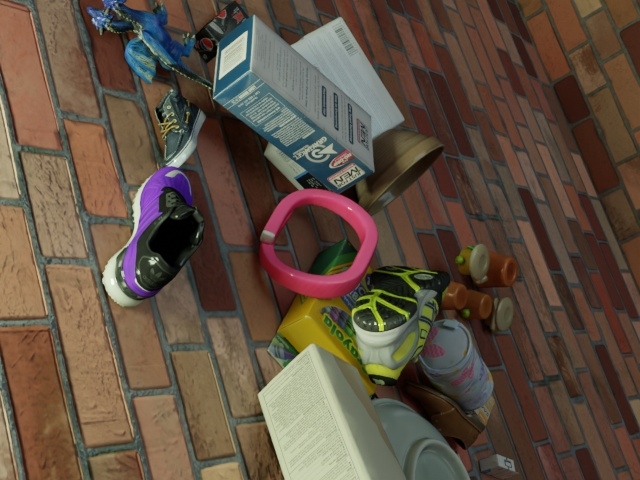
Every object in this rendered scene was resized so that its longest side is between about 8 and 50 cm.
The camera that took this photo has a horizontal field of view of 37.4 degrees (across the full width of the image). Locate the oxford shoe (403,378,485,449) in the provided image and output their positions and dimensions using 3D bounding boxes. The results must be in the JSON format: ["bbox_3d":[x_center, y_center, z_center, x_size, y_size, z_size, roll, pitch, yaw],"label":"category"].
[{"bbox_3d":[0.247,0.361,1.957,0.212,0.076,0.076,38,77,-15],"label":"oxford shoe"}]

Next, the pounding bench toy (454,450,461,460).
[{"bbox_3d":[0.259,0.472,1.881,0.052,0.065,0.083,60,5,-83],"label":"pounding bench toy"}]

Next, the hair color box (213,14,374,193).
[{"bbox_3d":[-0.046,-0.257,1.836,0.347,0.105,0.173,36,38,-34],"label":"hair color box"}]

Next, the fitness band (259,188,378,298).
[{"bbox_3d":[0.000,0.000,1.810,0.209,0.054,0.291,23,37,4],"label":"fitness band"}]

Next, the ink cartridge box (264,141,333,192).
[{"bbox_3d":[-0.014,-0.240,2.064,0.165,0.065,0.332,43,36,-24],"label":"ink cartridge box"}]

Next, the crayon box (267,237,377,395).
[{"bbox_3d":[0.041,0.167,1.807,0.203,0.083,0.323,50,35,-16],"label":"crayon box"}]

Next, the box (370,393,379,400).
[{"bbox_3d":[0.090,0.405,1.718,0.175,0.051,0.220,55,33,-9],"label":"box"}]

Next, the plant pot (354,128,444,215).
[{"bbox_3d":[0.151,-0.167,2.091,0.109,0.237,0.237,48,31,9],"label":"plant pot"}]

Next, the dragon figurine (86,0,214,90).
[{"bbox_3d":[-0.301,-0.348,1.733,0.289,0.085,0.144,51,34,-14],"label":"dragon figurine"}]

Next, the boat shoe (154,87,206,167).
[{"bbox_3d":[-0.265,-0.199,1.695,0.083,0.065,0.183,42,30,-24],"label":"boat shoe"}]

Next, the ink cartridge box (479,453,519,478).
[{"bbox_3d":[0.389,0.493,2.061,0.083,0.048,0.028,29,44,-41],"label":"ink cartridge box"}]

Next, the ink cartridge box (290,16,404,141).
[{"bbox_3d":[0.027,-0.321,2.072,0.239,0.060,0.275,-35,96,-32],"label":"ink cartridge box"}]

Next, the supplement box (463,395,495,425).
[{"bbox_3d":[0.350,0.368,2.115,0.062,0.036,0.098,54,34,-10],"label":"supplement box"}]

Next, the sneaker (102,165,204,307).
[{"bbox_3d":[-0.235,-0.026,1.518,0.102,0.146,0.293,42,38,-27],"label":"sneaker"}]

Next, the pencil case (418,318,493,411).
[{"bbox_3d":[0.280,0.259,1.945,0.113,0.124,0.273,31,-11,31],"label":"pencil case"}]

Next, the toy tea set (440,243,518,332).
[{"bbox_3d":[0.357,0.104,2.293,0.336,0.124,0.200,19,80,-50],"label":"toy tea set"}]

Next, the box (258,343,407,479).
[{"bbox_3d":[0.021,0.330,1.502,0.121,0.148,0.311,34,21,-37],"label":"box"}]

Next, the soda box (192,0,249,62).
[{"bbox_3d":[-0.206,-0.435,1.959,0.060,0.053,0.169,50,34,-17],"label":"soda box"}]

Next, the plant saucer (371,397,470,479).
[{"bbox_3d":[0.182,0.464,1.664,0.400,0.101,0.400,33,45,-41],"label":"plant saucer"}]

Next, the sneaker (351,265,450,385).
[{"bbox_3d":[0.148,0.148,1.802,0.385,0.145,0.147,-33,125,-61],"label":"sneaker"}]
